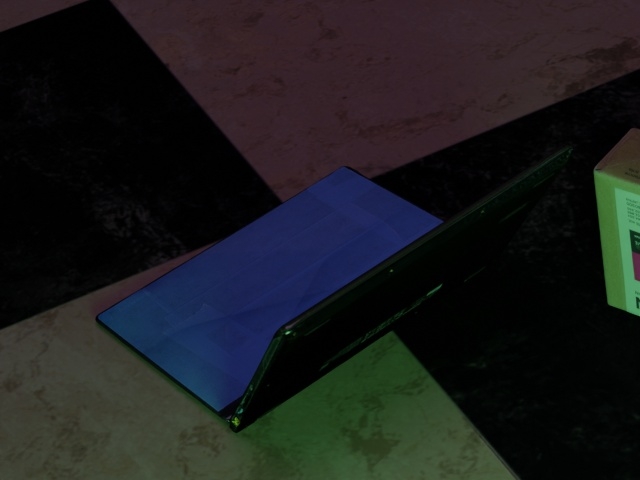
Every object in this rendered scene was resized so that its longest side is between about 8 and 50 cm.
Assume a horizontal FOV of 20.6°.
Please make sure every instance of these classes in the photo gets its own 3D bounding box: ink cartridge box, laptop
[{"bbox_3d":[0.403,0.009,1.789,0.235,0.193,0.088,20,49,35],"label":"ink cartridge box"},{"bbox_3d":[0.000,0.000,1.880,0.382,0.408,0.236,-33,76,-26],"label":"laptop"}]
